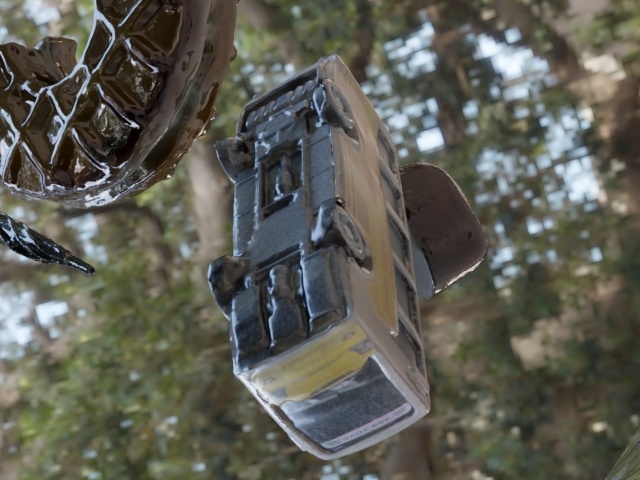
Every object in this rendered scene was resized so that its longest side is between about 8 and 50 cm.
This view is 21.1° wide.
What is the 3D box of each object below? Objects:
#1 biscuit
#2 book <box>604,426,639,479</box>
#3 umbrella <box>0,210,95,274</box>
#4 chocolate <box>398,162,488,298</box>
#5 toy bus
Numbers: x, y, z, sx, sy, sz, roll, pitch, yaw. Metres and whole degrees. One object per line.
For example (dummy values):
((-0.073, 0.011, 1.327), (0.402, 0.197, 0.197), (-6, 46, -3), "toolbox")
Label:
((-0.214, -0.179, 1.680), (0.115, 0.366, 0.268), (6, -141, -49), "biscuit")
((0.235, 0.109, 1.073), (0.016, 0.199, 0.138), (40, -122, 4), "book")
((-0.244, -0.020, 1.231), (0.044, 0.269, 0.044), (-30, -60, -32), "umbrella")
((0.106, -0.017, 1.660), (0.148, 0.080, 0.125), (-167, 57, -75), "chocolate")
((0.000, 0.000, 1.160), (0.138, 0.097, 0.342), (54, -163, -31), "toy bus")
